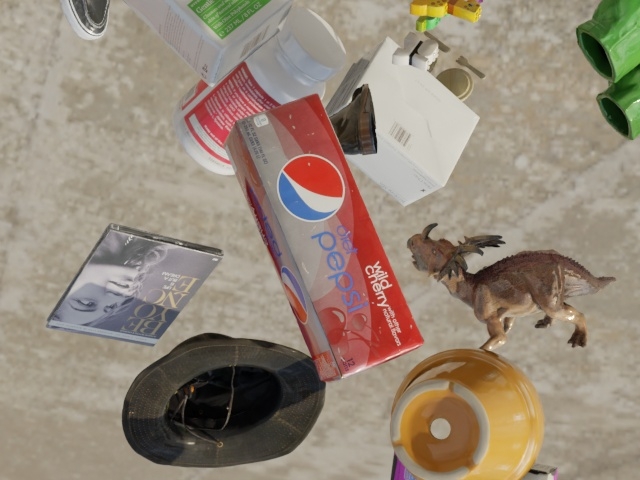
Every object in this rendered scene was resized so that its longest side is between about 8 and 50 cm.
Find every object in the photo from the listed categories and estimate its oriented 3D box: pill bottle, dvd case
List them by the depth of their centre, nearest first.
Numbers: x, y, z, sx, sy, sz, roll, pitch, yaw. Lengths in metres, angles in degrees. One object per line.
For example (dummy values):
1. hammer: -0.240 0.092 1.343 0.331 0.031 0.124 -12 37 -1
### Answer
1. dvd case: -0.255 0.067 1.432 0.165 0.018 0.221 14 134 -31
2. pill bottle: -0.139 -0.346 2.430 0.229 0.229 0.408 27 132 -33

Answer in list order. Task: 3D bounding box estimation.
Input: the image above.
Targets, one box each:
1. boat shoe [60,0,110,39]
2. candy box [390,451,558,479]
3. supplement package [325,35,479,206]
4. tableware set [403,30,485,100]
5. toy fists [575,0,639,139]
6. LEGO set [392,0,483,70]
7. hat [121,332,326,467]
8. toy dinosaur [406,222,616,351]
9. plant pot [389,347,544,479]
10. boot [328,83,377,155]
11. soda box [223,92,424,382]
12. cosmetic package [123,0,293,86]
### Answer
1. boat shoe: -0.457 -0.558 2.117 0.102 0.301 0.108 4 -172 40
2. candy box: 0.219 0.390 1.542 0.233 0.159 0.071 8 180 25
3. supplement package: 0.155 -0.239 2.154 0.262 0.204 0.145 39 150 -14
4. tableware set: 0.253 -0.361 2.298 0.194 0.128 0.039 44 171 26
5. toy fists: 0.448 -0.268 1.486 0.142 0.096 0.279 -41 141 -1
6. LEGO set: 0.201 -0.345 1.557 0.093 0.227 0.087 25 149 19
7. hat: -0.162 0.236 1.726 0.331 0.134 0.331 -8 128 -10
8. toy dinosaur: 0.283 0.057 1.516 0.296 0.127 0.200 -10 109 5
9. plant pot: 0.178 0.242 1.376 0.205 0.205 0.188 -1 174 19
10. boot: 0.038 -0.203 1.766 0.106 0.219 0.082 -9 117 7
11. soda box: 0.000 0.000 1.014 0.092 0.263 0.083 -21 174 -18
12. cosmetic package: -0.244 -0.475 1.847 0.365 0.197 0.155 44 157 2
